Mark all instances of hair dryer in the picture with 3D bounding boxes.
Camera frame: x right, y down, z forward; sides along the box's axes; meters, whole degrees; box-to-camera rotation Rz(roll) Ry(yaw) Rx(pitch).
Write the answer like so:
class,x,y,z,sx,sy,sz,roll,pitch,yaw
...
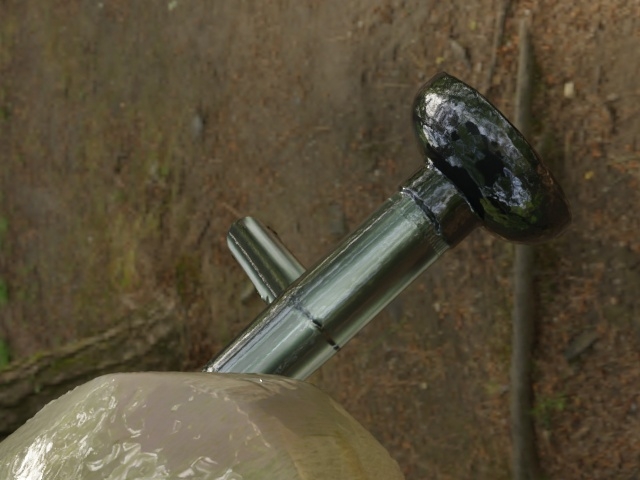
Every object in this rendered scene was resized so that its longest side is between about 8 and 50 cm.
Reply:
class,x,y,z,sx,sy,sz,roll,pitch,yaw
hair dryer,0.003,-0.020,0.899,0.320,0.156,0.284,-36,40,6

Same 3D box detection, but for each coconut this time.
class,x,y,z,sx,sy,sz,roll,pitch,yaw
coconut,-0.068,0.164,0.485,0.224,0.234,0.224,2,95,21
